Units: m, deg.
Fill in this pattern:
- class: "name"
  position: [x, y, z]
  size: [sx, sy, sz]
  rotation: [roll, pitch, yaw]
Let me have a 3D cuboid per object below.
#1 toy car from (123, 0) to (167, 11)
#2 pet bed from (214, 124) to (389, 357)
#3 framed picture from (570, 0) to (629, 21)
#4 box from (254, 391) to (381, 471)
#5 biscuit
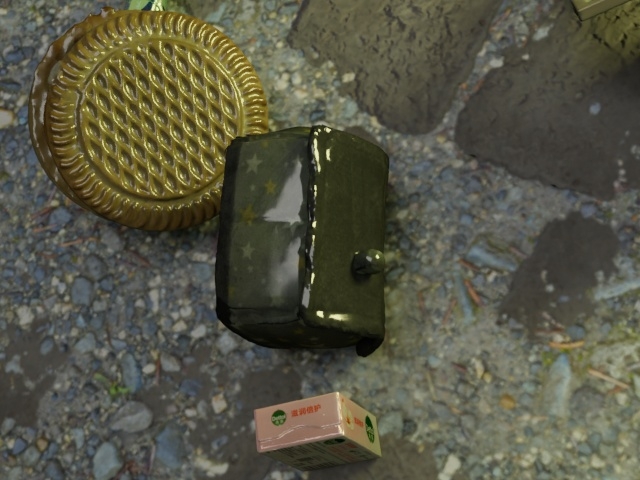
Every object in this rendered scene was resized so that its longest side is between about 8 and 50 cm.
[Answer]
- class: "toy car"
  position: [-0.209, -0.222, 1.480]
  size: [0.076, 0.090, 0.224]
  rotation: [17, 78, -3]
- class: "pet bed"
  position: [0.000, 0.000, 1.272]
  size: [0.159, 0.183, 0.210]
  rotation: [-2, 72, 22]
- class: "framed picture"
  position: [0.319, -0.291, 1.256]
  size: [0.184, 0.016, 0.250]
  rotation: [-22, 23, 14]
- class: "box"
  position: [-0.001, 0.187, 1.242]
  size: [0.089, 0.125, 0.043]
  rotation: [-13, 68, 15]
- class: "biscuit"
  position: [-0.185, -0.133, 1.389]
  size: [0.259, 0.079, 0.259]
  rotation: [1, 87, -15]
